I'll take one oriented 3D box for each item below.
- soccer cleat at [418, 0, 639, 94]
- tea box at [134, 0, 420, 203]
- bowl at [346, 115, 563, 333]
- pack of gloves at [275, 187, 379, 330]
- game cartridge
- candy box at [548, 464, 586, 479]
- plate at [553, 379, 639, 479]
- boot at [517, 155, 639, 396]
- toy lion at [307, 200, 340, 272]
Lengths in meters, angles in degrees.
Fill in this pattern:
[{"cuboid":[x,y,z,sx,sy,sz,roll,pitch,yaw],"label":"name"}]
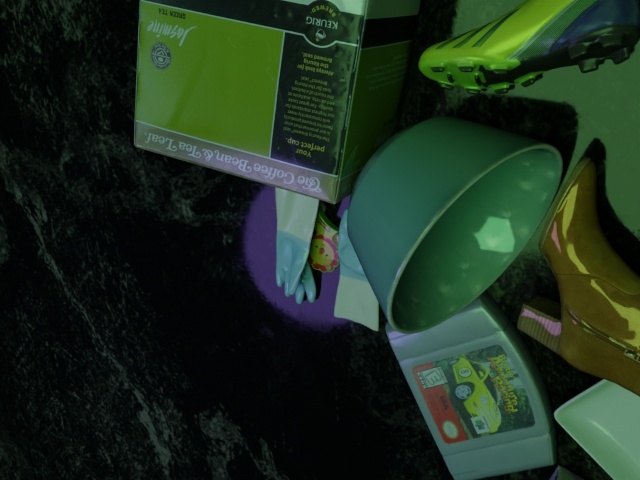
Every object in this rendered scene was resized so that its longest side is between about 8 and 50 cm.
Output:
[{"cuboid":[0.268,-0.271,0.994,0.289,0.093,0.121,-6,74,31],"label":"soccer cleat"},{"cuboid":[-0.061,-0.262,1.062,0.328,0.220,0.324,18,113,20],"label":"tea box"},{"cuboid":[0.156,-0.042,1.016,0.163,0.311,0.312,44,122,30],"label":"bowl"},{"cuboid":[0.003,0.036,1.201,0.195,0.046,0.232,19,129,23],"label":"pack of gloves"},{"cuboid":[0.244,0.230,1.179,0.196,0.060,0.294,-23,96,26],"label":"game cartridge"},{"cuboid":[0.338,0.469,1.148,0.070,0.165,0.196,28,117,14],"label":"candy box"},{"cuboid":[0.525,0.267,1.060,0.277,0.045,0.278,47,120,6],"label":"plate"},{"cuboid":[0.394,0.052,1.001,0.211,0.104,0.295,25,124,28],"label":"boot"},{"cuboid":[0.000,0.000,1.232,0.100,0.034,0.096,45,127,6],"label":"toy lion"}]
